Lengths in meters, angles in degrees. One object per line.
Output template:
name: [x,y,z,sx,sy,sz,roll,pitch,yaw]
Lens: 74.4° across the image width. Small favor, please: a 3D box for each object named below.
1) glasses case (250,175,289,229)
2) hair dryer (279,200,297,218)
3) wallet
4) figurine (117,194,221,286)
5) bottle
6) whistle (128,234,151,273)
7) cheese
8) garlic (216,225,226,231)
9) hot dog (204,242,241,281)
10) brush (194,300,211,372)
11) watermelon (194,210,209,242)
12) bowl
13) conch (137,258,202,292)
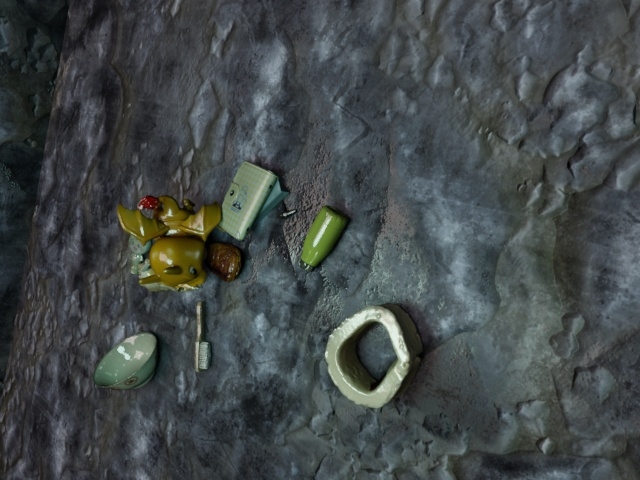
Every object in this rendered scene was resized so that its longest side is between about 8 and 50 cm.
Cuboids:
glasses case: [-0.244,-0.150,1.811,0.266,0.056,0.105,-40,44,25]
hair dryer: [-0.141,-0.135,1.754,0.079,0.031,0.083,-22,68,19]
wallet: [-0.321,-0.174,1.792,0.223,0.077,0.309,31,94,37]
figurine: [-0.640,-0.003,1.783,0.268,0.401,0.386,-38,58,54]
bottle: [0.000,0.000,1.603,0.112,0.112,0.260,37,108,28]
whistle: [-0.970,0.057,2.254,0.126,0.067,0.257,21,104,19]
cheese: [0.192,0.383,1.439,0.292,0.153,0.332,44,112,26]
garlic: [-0.423,-0.106,1.915,0.084,0.066,0.152,32,108,1]
hot dog: [-0.434,0.096,1.884,0.227,0.099,0.160,28,103,33]
brush: [-0.542,0.447,1.964,0.065,0.070,0.327,-3,84,14]
watermelon: [-0.587,-0.061,2.001,0.193,0.137,0.145,36,72,30]
bowl: [-0.940,0.638,2.118,0.337,0.337,0.157,-2,126,33]
conch: [-0.720,0.139,2.005,0.324,0.263,0.186,3,63,-1]
